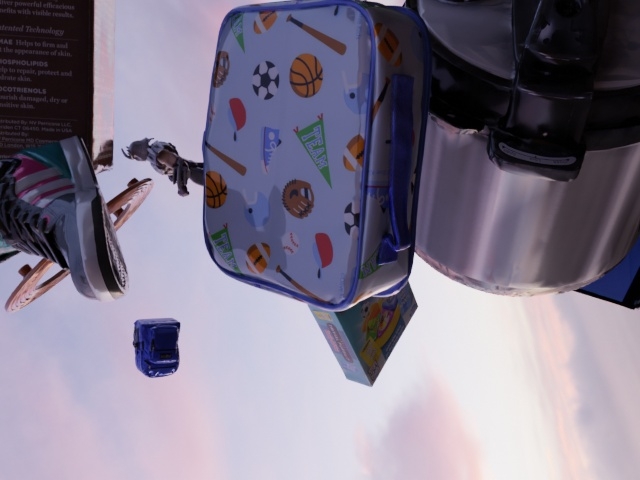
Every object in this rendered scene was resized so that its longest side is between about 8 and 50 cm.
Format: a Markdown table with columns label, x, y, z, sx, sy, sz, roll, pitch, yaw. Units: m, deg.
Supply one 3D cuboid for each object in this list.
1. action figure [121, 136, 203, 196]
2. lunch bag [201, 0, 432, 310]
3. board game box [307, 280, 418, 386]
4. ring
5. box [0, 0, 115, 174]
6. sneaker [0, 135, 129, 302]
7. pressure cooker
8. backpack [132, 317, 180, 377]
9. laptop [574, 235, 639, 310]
| label | x | y | z | sx | sy | sz | roll | pitch | yaw |
| --- | --- | --- | --- | --- | --- | --- | --- | --- | --- |
| action figure | -0.255 | -0.135 | 1.414 | 0.285 | 0.099 | 0.185 | 18 | -163 | -25 |
| lunch bag | -0.004 | -0.081 | 0.708 | 0.115 | 0.243 | 0.304 | -12 | -71 | -48 |
| board game box | 0.101 | 0.135 | 1.632 | 0.254 | 0.079 | 0.336 | -55 | -40 | -29 |
| ring | -0.425 | 0.001 | 1.256 | 0.032 | 0.336 | 0.336 | 46 | -159 | -4 |
| box | -0.356 | -0.280 | 0.959 | 0.191 | 0.143 | 0.382 | -130 | 44 | -79 |
| sneaker | -0.315 | -0.012 | 0.755 | 0.295 | 0.178 | 0.124 | -130 | 25 | -52 |
| pressure cooker | 0.264 | -0.177 | 0.883 | 0.370 | 0.375 | 0.420 | 53 | 158 | 37 |
| backpack | -0.348 | 0.232 | 1.518 | 0.101 | 0.098 | 0.120 | -167 | 80 | -64 |
| laptop | 0.462 | -0.034 | 1.023 | 0.136 | 0.234 | 0.264 | 30 | 167 | 6 |
